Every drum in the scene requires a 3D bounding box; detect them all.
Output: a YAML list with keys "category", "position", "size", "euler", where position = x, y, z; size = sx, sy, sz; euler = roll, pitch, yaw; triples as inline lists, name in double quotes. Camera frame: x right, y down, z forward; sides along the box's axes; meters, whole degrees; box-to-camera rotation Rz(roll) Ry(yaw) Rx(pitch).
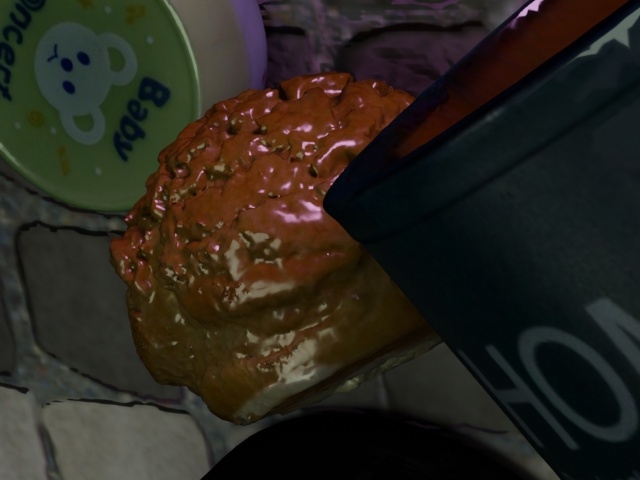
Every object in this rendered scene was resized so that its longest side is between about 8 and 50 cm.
- category: "drum"
  position: [-0.134, -0.097, 0.705]
  size: [0.253, 0.049, 0.130]
  euler: [27, 125, 16]

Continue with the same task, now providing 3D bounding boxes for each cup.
- category: "cup"
  position: [0.204, 0.013, 0.446]
  size: [0.308, 0.242, 0.292]
  euler: [-34, 96, 34]

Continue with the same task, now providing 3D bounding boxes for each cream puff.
- category: "cream puff"
  position: [-0.004, -0.002, 0.625]
  size: [0.126, 0.144, 0.103]
  euler: [-29, 85, 17]

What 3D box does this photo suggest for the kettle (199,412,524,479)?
- category: "kettle"
  position: [-0.004, 0.238, 0.654]
  size: [0.268, 0.290, 0.207]
  euler: [45, 128, 1]
